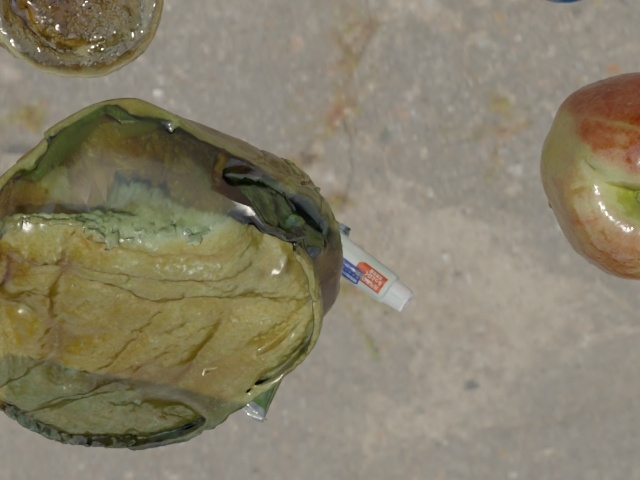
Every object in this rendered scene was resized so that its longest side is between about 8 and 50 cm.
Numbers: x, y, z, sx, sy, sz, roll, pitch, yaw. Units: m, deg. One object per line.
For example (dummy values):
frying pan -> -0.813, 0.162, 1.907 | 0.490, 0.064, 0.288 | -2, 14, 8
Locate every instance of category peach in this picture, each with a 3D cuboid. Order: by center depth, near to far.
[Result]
peach -> 0.357, -0.082, 1.790 | 0.232, 0.256, 0.232 | 2, 111, 6

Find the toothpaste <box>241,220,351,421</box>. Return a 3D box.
toothpaste -> -0.037, 0.087, 1.843 | 0.078, 0.047, 0.248 | 30, 87, -1

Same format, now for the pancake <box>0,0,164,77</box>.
pancake -> -0.182, -0.187, 1.183 | 0.139, 0.022, 0.139 | -3, 103, -15

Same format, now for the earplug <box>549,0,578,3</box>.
earplug -> 0.252, -0.370, 1.628 | 0.132, 0.273, 0.132 | 4, 161, 1

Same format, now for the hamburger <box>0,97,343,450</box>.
hamburger -> -0.127, 0.028, 1.118 | 0.285, 0.134, 0.265 | 29, 127, -34

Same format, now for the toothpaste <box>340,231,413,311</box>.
toothpaste -> 0.000, 0.000, 1.609 | 0.218, 0.033, 0.052 | 36, 112, 13
